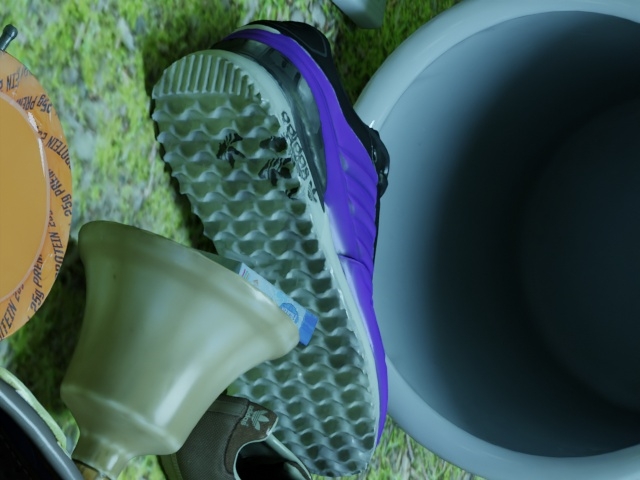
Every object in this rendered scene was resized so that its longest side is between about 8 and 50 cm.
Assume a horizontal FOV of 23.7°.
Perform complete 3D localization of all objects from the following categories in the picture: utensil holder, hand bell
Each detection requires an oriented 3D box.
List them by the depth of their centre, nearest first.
[{"bbox_3d":[-0.117,0.124,0.740,0.242,0.126,0.126,-63,145,-20],"label":"hand bell"},{"bbox_3d":[0.224,0.004,1.132,0.385,0.328,0.327,7,85,-65],"label":"utensil holder"}]

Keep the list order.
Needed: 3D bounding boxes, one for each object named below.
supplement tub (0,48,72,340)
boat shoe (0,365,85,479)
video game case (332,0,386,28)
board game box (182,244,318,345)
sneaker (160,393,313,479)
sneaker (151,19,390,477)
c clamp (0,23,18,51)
[{"bbox_3d":[-0.183,-0.016,0.490,0.117,0.190,0.117,-3,93,-62],"label":"supplement tub"},{"bbox_3d":[-0.123,0.174,0.648,0.117,0.097,0.324,-28,113,-22],"label":"boat shoe"},{"bbox_3d":[0.007,-0.258,1.016,0.190,0.022,0.173,33,63,-57],"label":"video game case"},{"bbox_3d":[-0.060,0.025,0.829,0.090,0.090,0.020,41,68,-55],"label":"board game box"},{"bbox_3d":[-0.035,0.165,0.905,0.066,0.071,0.188,-64,143,-39],"label":"sneaker"},{"bbox_3d":[0.001,0.000,0.931,0.146,0.102,0.293,-48,132,-52],"label":"sneaker"},{"bbox_3d":[-0.161,-0.044,0.625,0.137,0.022,0.161,-63,-168,-8],"label":"c clamp"}]
